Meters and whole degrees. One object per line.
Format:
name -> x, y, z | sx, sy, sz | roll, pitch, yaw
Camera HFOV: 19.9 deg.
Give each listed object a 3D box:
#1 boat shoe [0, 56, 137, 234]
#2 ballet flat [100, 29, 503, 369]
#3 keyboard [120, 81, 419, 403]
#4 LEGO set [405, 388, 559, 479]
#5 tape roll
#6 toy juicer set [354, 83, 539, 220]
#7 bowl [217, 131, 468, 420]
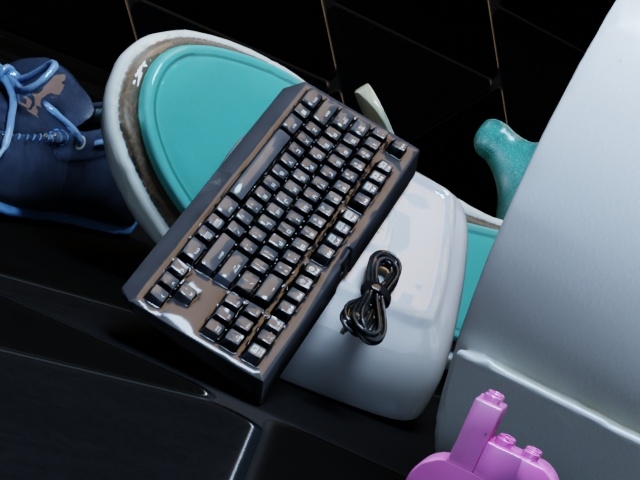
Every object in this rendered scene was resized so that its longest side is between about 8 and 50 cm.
boat shoe -> -0.174, -0.067, 1.020 | 0.109, 0.089, 0.258 | 26, 5, 18
ballet flat -> 0.000, 0.000, 1.076 | 0.400, 0.139, 0.139 | 25, 3, -40
keyboard -> -0.006, 0.000, 0.843 | 0.108, 0.023, 0.180 | 35, 46, 0
LEGO set -> 0.120, 0.109, 0.543 | 0.227, 0.093, 0.087 | 25, 5, 10
tape roll -> 0.158, -0.002, 0.813 | 0.100, 0.286, 0.286 | 27, 5, 15
toy juicer set -> 0.176, 0.017, 1.254 | 0.329, 0.089, 0.209 | 30, -30, 28
bowl -> 0.011, 0.004, 0.902 | 0.142, 0.053, 0.142 | 24, 46, -10
